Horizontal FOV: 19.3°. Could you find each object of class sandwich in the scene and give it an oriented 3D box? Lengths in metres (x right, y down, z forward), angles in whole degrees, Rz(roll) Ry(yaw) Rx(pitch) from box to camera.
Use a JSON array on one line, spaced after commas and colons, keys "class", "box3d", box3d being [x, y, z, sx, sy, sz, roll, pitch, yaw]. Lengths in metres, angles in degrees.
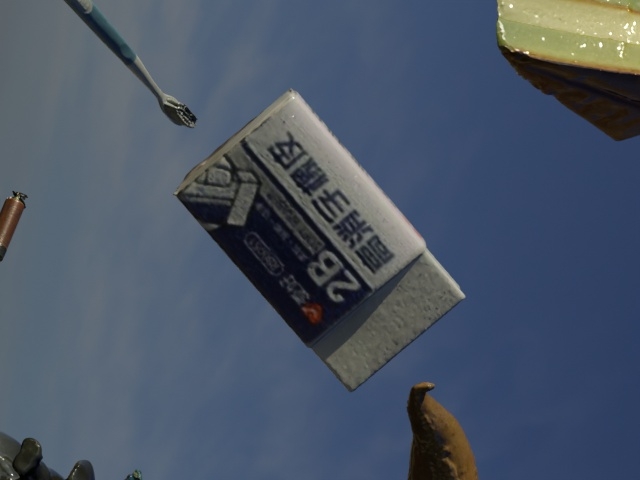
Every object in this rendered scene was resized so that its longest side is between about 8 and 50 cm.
[{"class": "sandwich", "box3d": [0.259, -0.185, 1.612, 0.144, 0.187, 0.117, -26, -131, 37]}]

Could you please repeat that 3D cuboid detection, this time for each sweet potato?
[{"class": "sweet potato", "box3d": [0.075, 0.172, 1.139, 0.068, 0.060, 0.206, -81, 165, -65]}]

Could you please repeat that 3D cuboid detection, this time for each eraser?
[{"class": "eraser", "box3d": [0.000, 0.000, 1.469, 0.124, 0.210, 0.068, -40, -171, 2]}]

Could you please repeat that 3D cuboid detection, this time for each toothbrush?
[{"class": "toothbrush", "box3d": [-0.183, -0.177, 1.728, 0.025, 0.276, 0.019, 25, -105, 36]}]

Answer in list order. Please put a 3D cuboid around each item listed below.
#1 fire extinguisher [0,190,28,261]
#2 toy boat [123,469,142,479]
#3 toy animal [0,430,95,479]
[{"class": "fire extinguisher", "box3d": [-0.318, -0.017, 1.918, 0.028, 0.022, 0.083, 61, 39, -50]}, {"class": "toy boat", "box3d": [-0.183, 0.276, 1.927, 0.038, 0.038, 0.083, 145, -63, -71]}, {"class": "toy animal", "box3d": [-0.259, 0.213, 1.633, 0.114, 0.245, 0.146, -42, 165, -9]}]
